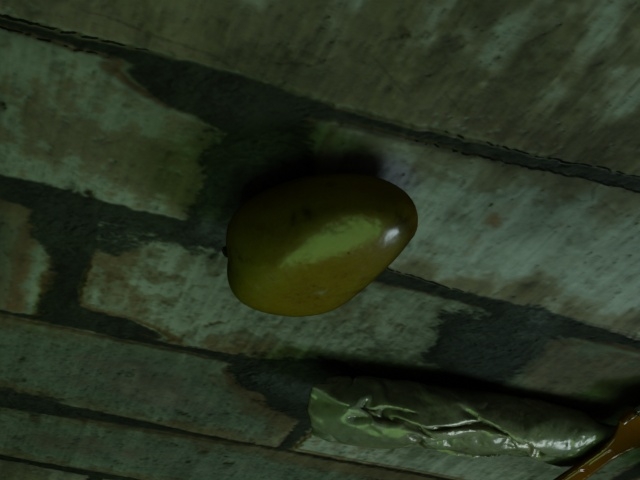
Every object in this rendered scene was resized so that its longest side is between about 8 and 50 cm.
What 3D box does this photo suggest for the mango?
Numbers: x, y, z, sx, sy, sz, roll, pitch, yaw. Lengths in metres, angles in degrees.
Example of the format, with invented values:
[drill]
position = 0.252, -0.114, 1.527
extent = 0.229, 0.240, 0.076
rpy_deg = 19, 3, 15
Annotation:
[mango]
position = 0.000, 0.000, 0.988
extent = 0.195, 0.098, 0.137
rpy_deg = -23, 136, 27

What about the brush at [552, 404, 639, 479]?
[brush]
position = 0.319, 0.267, 1.320
extent = 0.314, 0.017, 0.090
rpy_deg = -41, 130, 20

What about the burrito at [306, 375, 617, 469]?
[burrito]
position = 0.171, 0.222, 1.325
extent = 0.392, 0.076, 0.117
rpy_deg = 8, 143, -11
